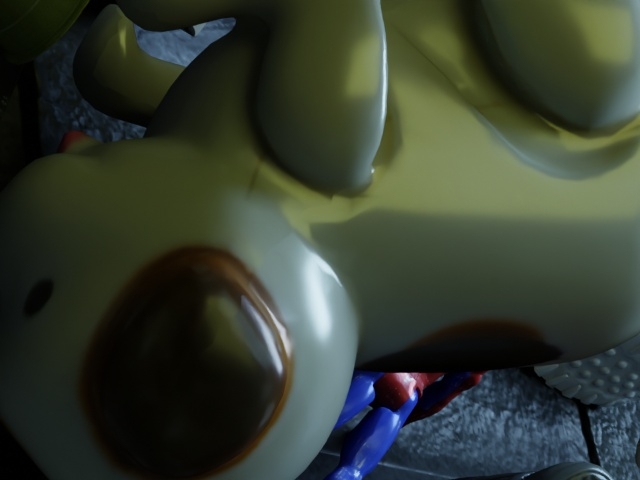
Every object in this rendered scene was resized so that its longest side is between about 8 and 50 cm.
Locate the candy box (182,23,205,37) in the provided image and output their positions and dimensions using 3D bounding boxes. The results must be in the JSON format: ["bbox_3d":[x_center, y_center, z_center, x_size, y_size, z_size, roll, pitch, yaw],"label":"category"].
[{"bbox_3d":[-0.101,-0.257,1.137,0.070,0.165,0.196,33,-9,49],"label":"candy box"}]

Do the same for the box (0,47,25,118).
[{"bbox_3d":[-0.238,-0.121,0.928,0.158,0.093,0.156,49,46,-41],"label":"box"}]

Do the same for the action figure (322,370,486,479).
[{"bbox_3d":[0.014,0.104,1.119,0.280,0.139,0.091,-43,102,-30],"label":"action figure"}]

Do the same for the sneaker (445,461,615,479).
[{"bbox_3d":[0.071,0.209,1.108,0.227,0.130,0.087,-26,89,-25],"label":"sneaker"}]

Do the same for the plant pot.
[{"bbox_3d":[-0.164,-0.145,0.898,0.079,0.083,0.083,34,43,-34],"label":"plant pot"}]

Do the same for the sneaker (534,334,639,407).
[{"bbox_3d":[0.175,0.040,1.335,0.235,0.090,0.095,37,32,-27],"label":"sneaker"}]

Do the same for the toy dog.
[{"bbox_3d":[0.000,0.000,0.977,0.408,0.284,0.395,-29,95,-27],"label":"toy dog"}]
